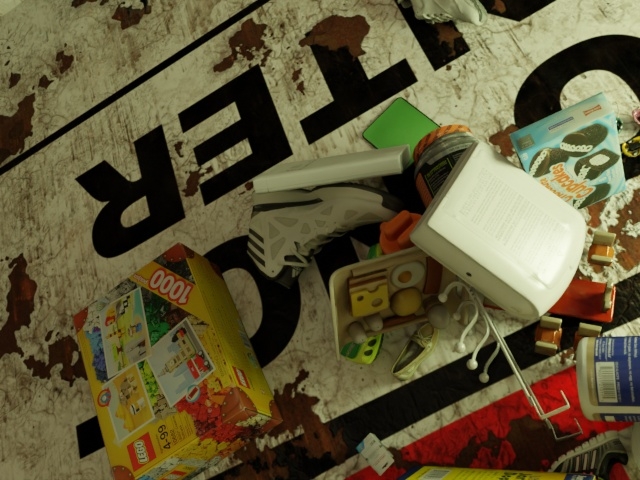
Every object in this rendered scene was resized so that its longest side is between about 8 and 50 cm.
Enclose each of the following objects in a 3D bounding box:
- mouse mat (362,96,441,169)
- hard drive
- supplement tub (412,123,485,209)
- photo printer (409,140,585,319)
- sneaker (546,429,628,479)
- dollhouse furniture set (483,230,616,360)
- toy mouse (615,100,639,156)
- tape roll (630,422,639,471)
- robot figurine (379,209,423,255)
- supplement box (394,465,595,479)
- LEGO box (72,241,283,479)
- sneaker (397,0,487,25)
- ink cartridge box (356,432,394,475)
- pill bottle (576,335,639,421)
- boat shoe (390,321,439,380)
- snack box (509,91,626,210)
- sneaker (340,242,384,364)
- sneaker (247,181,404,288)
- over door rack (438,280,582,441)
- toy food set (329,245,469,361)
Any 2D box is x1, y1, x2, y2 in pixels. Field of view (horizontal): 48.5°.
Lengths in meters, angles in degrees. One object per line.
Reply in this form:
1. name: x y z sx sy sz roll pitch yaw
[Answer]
1. mouse mat: 0.215 -0.283 1.868 0.152 0.007 0.189 -45 56 2
2. hard drive: 0.036 -0.177 1.755 0.353 0.233 0.047 -8 103 15
3. supplement tub: 0.332 -0.098 1.607 0.194 0.193 0.316 -27 59 14
4. photo printer: 0.360 -0.014 1.384 0.308 0.107 0.256 35 66 -1
5. sneaker: 0.509 0.432 1.349 0.170 0.063 0.074 -34 50 4
6. dollhouse furniture set: 0.482 0.111 1.498 0.259 0.135 0.262 10 72 19
7. toy mouse: 0.692 -0.252 1.590 0.161 0.031 0.143 -27 58 14
8. tape roll: 0.681 0.376 1.281 0.219 0.072 0.219 -11 63 22
9. robot figurine: 0.208 0.025 1.601 0.158 0.219 0.128 0 60 19
10. supplement box: 0.314 0.535 1.293 0.357 0.195 0.194 -6 84 25
11. LEGO box: -0.371 0.319 1.779 0.373 0.193 0.500 -35 56 9
12. sneaker: 0.332 -0.640 1.931 0.297 0.111 0.129 45 108 39
13. ink cartridge box: 0.124 0.469 1.553 0.048 0.028 0.083 -47 55 1
14. pill bottle: 0.599 0.243 1.249 0.265 0.153 0.153 -5 65 27
15. boat shoe: 0.212 0.246 1.598 0.056 0.048 0.153 38 88 35
16. snack box: 0.516 -0.157 1.461 0.187 0.322 0.060 -25 58 15
17. sneaker: 0.098 0.139 1.670 0.124 0.109 0.295 6 71 25
18. sneaker: 0.000 0.000 1.780 0.448 0.169 0.257 0 76 36
19. over door rack: 0.360 0.252 1.402 0.108 0.239 0.324 -39 55 4
20. toy food set: 0.168 0.137 1.501 0.306 0.219 0.092 -15 39 -10
